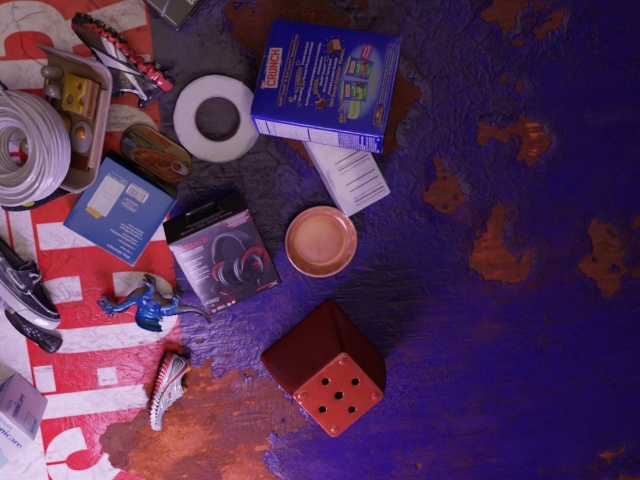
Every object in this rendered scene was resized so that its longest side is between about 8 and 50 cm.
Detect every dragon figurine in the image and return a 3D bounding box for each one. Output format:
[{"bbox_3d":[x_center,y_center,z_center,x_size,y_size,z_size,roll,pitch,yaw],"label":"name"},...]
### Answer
[{"bbox_3d":[-0.440,0.187,1.921,0.289,0.085,0.144,28,98,-16],"label":"dragon figurine"}]

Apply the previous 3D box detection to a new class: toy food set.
[{"bbox_3d":[-0.610,-0.288,1.694,0.219,0.092,0.306,20,105,27],"label":"toy food set"}]

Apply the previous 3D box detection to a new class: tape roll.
[{"bbox_3d":[-0.260,-0.308,1.828,0.219,0.072,0.219,-3,106,-11],"label":"tape roll"}]

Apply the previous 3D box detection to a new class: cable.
[{"bbox_3d":[-0.691,-0.210,1.650,0.257,0.089,0.257,32,107,12],"label":"cable"}]

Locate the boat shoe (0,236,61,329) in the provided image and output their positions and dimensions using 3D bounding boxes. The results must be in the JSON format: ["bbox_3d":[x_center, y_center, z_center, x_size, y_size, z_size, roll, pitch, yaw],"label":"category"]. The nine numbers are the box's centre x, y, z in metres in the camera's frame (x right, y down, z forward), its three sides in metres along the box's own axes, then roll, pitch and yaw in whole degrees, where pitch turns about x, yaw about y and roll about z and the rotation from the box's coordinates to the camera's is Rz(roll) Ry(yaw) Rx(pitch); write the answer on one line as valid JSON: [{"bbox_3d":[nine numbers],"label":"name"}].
[{"bbox_3d":[-0.755,0.094,1.833,0.102,0.108,0.301,-41,101,4],"label":"boat shoe"}]

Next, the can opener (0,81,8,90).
[{"bbox_3d":[-0.812,-0.252,1.751,0.093,0.074,0.280,9,108,-48],"label":"can opener"}]

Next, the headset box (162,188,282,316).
[{"bbox_3d":[-0.253,0.023,1.852,0.218,0.110,0.293,-24,128,-4],"label":"headset box"}]

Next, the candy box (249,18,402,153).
[{"bbox_3d":[0.016,-0.369,1.735,0.317,0.122,0.268,11,75,5],"label":"candy box"}]

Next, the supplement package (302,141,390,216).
[{"bbox_3d":[0.057,-0.207,1.879,0.133,0.139,0.244,-30,109,-2],"label":"supplement package"}]

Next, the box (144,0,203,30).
[{"bbox_3d":[-0.361,-0.612,1.723,0.180,0.077,0.147,40,94,-17],"label":"box"}]

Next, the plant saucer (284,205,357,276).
[{"bbox_3d":[0.000,0.000,1.978,0.199,0.037,0.200,-3,106,-10],"label":"plant saucer"}]

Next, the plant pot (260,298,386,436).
[{"bbox_3d":[0.029,0.369,1.980,0.267,0.236,0.267,-40,109,1],"label":"plant pot"}]

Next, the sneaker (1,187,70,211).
[{"bbox_3d":[-0.698,-0.137,1.805,0.209,0.069,0.082,-23,75,5],"label":"sneaker"}]

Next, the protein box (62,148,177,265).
[{"bbox_3d":[-0.495,-0.084,1.811,0.199,0.136,0.201,33,97,-17],"label":"protein box"}]

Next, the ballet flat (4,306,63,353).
[{"bbox_3d":[-0.753,0.231,1.903,0.173,0.057,0.049,45,53,-19],"label":"ballet flat"}]

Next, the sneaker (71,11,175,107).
[{"bbox_3d":[-0.491,-0.422,1.739,0.276,0.097,0.135,38,93,-19],"label":"sneaker"}]

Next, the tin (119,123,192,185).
[{"bbox_3d":[-0.412,-0.214,1.819,0.189,0.040,0.106,33,65,-16],"label":"tin"}]

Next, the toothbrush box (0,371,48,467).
[{"bbox_3d":[-0.867,0.510,1.862,0.295,0.216,0.126,-40,109,1],"label":"toothbrush box"}]

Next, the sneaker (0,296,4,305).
[{"bbox_3d":[-0.977,0.219,1.801,0.366,0.137,0.210,-42,111,6],"label":"sneaker"}]

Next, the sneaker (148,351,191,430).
[{"bbox_3d":[-0.414,0.421,1.989,0.092,0.088,0.225,16,102,-15],"label":"sneaker"}]
